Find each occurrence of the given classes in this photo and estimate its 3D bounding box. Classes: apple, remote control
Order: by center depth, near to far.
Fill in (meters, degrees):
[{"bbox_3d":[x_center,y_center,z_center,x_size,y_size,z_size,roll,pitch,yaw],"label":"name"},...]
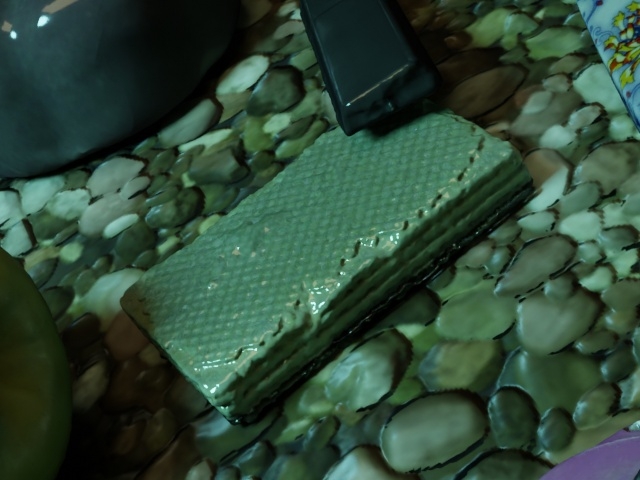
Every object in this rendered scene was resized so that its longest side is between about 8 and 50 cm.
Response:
[{"bbox_3d":[-0.216,0.075,0.718,0.200,0.200,0.200,-20,37,16],"label":"apple"},{"bbox_3d":[0.022,-0.120,0.871,0.063,0.025,0.245,-32,24,7],"label":"remote control"}]

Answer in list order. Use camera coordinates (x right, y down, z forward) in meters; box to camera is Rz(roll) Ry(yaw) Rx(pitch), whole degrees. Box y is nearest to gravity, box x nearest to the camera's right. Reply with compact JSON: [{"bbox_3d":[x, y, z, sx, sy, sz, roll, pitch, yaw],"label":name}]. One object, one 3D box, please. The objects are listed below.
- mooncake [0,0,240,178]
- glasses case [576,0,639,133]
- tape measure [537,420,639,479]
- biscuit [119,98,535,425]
[{"bbox_3d":[-0.176,-0.156,1.012,0.244,0.133,0.245,-14,41,12],"label":"mooncake"},{"bbox_3d":[0.179,-0.112,0.745,0.087,0.065,0.248,-21,38,12],"label":"glasses case"},{"bbox_3d":[0.121,0.117,0.506,0.125,0.074,0.118,-45,37,-21],"label":"tape measure"},{"bbox_3d":[0.000,0.000,0.766,0.199,0.041,0.121,-39,35,-11],"label":"biscuit"}]
